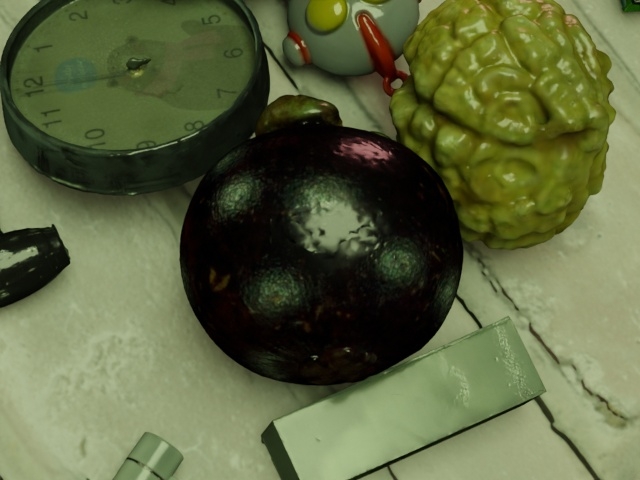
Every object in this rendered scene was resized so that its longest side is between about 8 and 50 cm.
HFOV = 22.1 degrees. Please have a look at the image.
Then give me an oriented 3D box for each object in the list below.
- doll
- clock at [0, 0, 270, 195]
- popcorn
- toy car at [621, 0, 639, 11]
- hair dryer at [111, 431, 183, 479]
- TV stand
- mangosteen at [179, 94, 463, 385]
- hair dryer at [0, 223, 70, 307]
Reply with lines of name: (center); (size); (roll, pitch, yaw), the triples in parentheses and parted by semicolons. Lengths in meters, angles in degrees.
doll: (0.004, -0.294, 1.764); (0.199, 0.105, 0.336); (-28, 78, -4)
clock: (-0.189, -0.168, 1.658); (0.280, 0.055, 0.281); (-2, 52, 2)
popcorn: (0.187, -0.129, 1.674); (0.224, 0.258, 0.270); (-7, 75, 8)
toy car: (0.359, -0.340, 1.873); (0.071, 0.062, 0.165); (-10, 74, -15)
hair dryer: (-0.136, 0.256, 1.590); (0.137, 0.047, 0.082); (35, 69, -6)
TV stand: (0.081, 0.171, 1.639); (0.269, 0.083, 0.088); (-21, 79, -18)
mangosteen: (0.000, 0.000, 1.583); (0.288, 0.288, 0.288); (3, 71, -10)
hair dryer: (-0.370, -0.023, 1.636); (0.195, 0.075, 0.219); (-22, 67, -8)
